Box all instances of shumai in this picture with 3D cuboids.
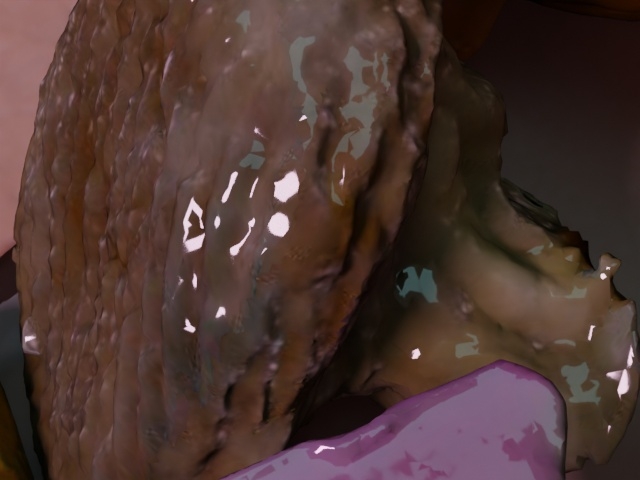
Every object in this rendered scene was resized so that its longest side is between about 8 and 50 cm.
[{"bbox_3d":[0.000,0.000,0.537,0.153,0.161,0.209,9,102,-22],"label":"shumai"}]

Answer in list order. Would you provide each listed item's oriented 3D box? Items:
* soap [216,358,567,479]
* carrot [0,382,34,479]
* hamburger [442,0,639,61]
[{"bbox_3d":[0.012,0.111,0.443,0.122,0.203,0.065,-23,64,-7],"label":"soap"},{"bbox_3d":[-0.089,0.128,0.511,0.070,0.070,0.260,-19,65,-7],"label":"carrot"},{"bbox_3d":[0.074,-0.177,0.563,0.276,0.276,0.237,18,80,10],"label":"hamburger"}]
